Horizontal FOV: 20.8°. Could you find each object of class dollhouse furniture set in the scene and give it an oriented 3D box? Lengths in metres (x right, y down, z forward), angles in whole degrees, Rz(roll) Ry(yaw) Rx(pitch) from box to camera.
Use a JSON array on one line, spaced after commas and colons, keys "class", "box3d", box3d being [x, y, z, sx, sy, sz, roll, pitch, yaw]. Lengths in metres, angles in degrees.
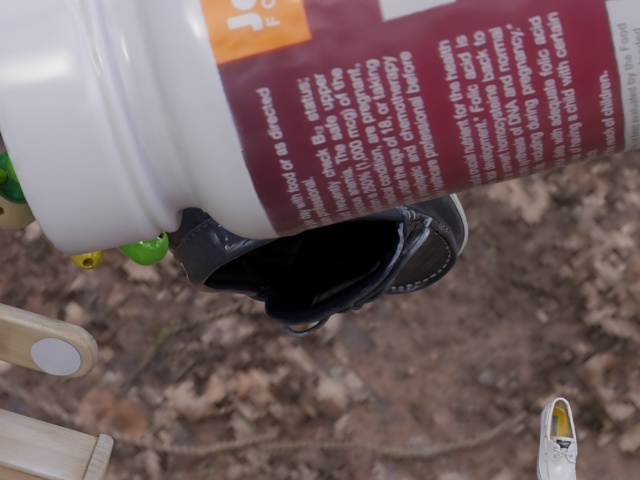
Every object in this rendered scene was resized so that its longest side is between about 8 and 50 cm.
[{"class": "dollhouse furniture set", "box3d": [-0.261, 0.249, 1.097, 0.173, 0.303, 0.355, 16, 39, -2]}]

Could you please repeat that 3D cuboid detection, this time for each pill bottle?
[{"class": "pill bottle", "box3d": [0.025, -0.128, 0.967, 0.392, 0.224, 0.224, -14, 57, 3]}]

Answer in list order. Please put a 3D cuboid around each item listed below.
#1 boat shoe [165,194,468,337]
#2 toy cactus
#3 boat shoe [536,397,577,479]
[{"class": "boat shoe", "box3d": [0.000, 0.000, 1.566, 0.500, 0.186, 0.156, 20, 41, -61]}, {"class": "toy cactus", "box3d": [-0.200, -0.049, 1.153, 0.219, 0.180, 0.112, 20, 76, -10]}, {"class": "boat shoe", "box3d": [0.220, 0.192, 1.605, 0.035, 0.035, 0.100, 8, 61, -5]}]
